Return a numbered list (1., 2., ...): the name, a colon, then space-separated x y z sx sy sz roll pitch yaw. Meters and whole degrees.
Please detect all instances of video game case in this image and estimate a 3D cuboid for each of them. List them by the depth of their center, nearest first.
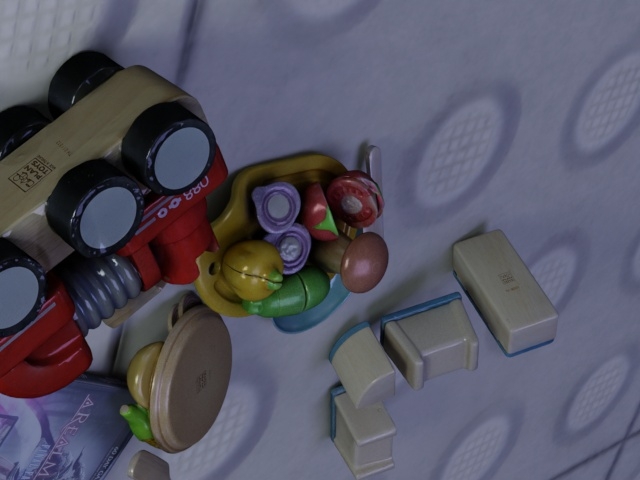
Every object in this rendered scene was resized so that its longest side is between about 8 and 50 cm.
1. video game case: -0.257 0.177 1.319 0.196 0.026 0.274 -57 149 9

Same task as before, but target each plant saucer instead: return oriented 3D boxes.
1. plant saucer: -0.005 0.026 1.499 0.119 0.021 0.119 -33 145 -27

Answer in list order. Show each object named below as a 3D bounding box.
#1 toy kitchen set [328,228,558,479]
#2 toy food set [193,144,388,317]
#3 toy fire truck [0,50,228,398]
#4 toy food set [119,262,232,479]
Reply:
1. toy kitchen set: 0.104 0.112 1.684 0.207 0.122 0.166 -17 140 -15
2. toy food set: 0.000 0.000 1.396 0.218 0.071 0.128 -17 118 -41
3. toy fire truck: -0.162 0.021 1.187 0.217 0.158 0.246 -41 138 -18
4. toy food set: -0.114 0.108 1.405 0.192 0.039 0.132 -71 156 -15
